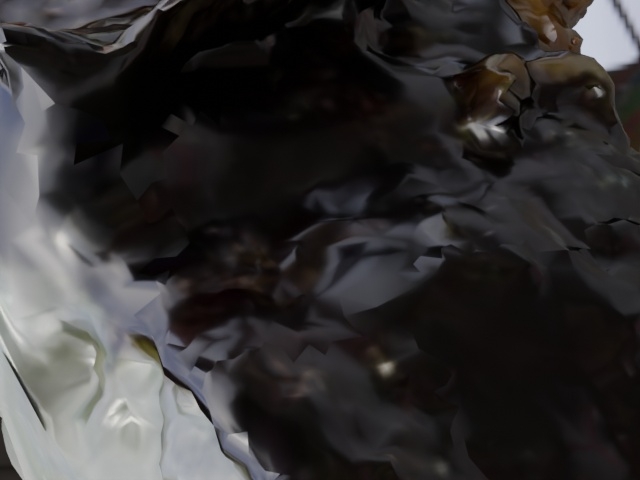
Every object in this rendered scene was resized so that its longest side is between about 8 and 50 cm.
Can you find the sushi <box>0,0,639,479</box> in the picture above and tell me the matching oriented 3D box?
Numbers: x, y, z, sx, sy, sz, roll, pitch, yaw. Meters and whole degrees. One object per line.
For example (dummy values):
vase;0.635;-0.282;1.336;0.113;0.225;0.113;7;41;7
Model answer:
sushi;0.000;0.000;0.455;0.348;0.207;0.234;56;158;38
